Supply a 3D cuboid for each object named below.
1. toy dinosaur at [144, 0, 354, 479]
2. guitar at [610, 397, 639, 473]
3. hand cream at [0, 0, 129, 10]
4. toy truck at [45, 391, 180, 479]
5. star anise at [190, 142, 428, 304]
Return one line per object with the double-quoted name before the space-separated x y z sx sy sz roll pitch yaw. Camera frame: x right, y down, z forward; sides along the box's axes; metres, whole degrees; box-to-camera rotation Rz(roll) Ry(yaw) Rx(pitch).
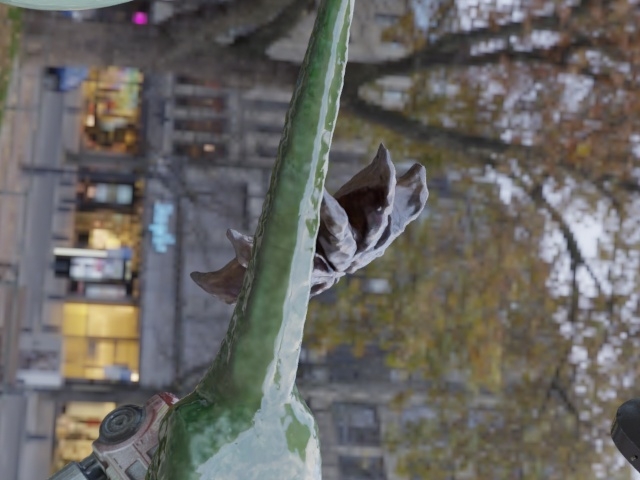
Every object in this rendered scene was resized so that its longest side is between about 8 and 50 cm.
"toy dinosaur" -0.045 0.073 0.623 0.447 0.087 0.301 123 -32 -58
"guitar" 0.362 0.152 1.193 0.088 0.233 0.025 50 -35 38
"hand cream" -0.075 -0.206 0.364 0.093 0.147 0.306 -25 -120 34
"toy truck" -0.191 0.245 1.064 0.135 0.270 0.114 38 -21 50
"star anise" 0.000 0.001 0.711 0.042 0.141 0.141 59 -19 14
